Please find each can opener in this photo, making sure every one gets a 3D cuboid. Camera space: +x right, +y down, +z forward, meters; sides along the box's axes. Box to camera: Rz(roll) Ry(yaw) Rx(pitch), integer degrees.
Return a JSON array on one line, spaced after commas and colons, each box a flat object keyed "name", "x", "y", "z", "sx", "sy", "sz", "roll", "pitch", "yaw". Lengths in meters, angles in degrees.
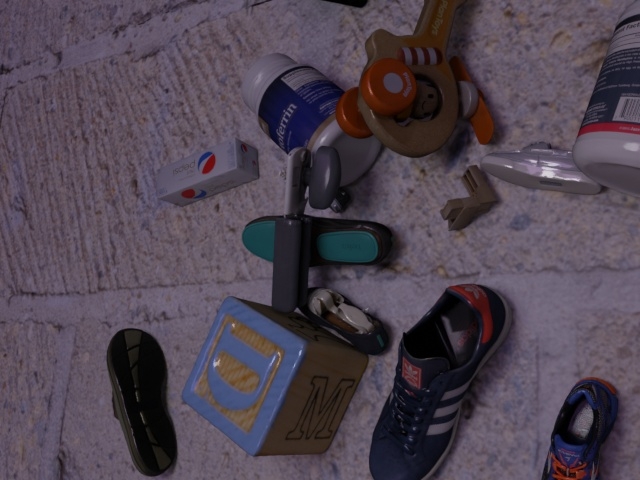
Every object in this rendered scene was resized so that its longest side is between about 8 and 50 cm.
[{"name": "can opener", "x": -0.031, "y": -0.016, "z": 1.149, "sx": 0.093, "sy": 0.074, "sz": 0.280, "roll": 15, "pitch": 105, "yaw": 26}]

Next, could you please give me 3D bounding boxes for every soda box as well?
[{"name": "soda box", "x": -0.233, "y": -0.136, "z": 1.441, "sx": 0.216, "sy": 0.074, "sz": 0.069, "roll": -16, "pitch": 69, "yaw": 29}]

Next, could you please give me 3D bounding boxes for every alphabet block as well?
[{"name": "alphabet block", "x": -0.072, "y": 0.224, "z": 1.160, "sx": 0.192, "sy": 0.197, "sz": 0.193, "roll": 28, "pitch": 93, "yaw": 37}]

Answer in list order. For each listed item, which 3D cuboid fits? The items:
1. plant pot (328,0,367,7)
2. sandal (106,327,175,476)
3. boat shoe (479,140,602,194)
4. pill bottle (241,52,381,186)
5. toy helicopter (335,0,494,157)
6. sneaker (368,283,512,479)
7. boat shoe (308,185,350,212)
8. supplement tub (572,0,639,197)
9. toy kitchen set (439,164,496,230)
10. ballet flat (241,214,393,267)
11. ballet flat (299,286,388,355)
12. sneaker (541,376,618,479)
[{"name": "plant pot", "x": 0.021, "y": -0.543, "z": 1.325, "sx": 0.188, "sy": 0.167, "sz": 0.187, "roll": 25, "pitch": 92, "yaw": 37}, {"name": "sandal", "x": -0.368, "y": 0.316, "z": 1.388, "sx": 0.086, "sy": 0.120, "sz": 0.302, "roll": -34, "pitch": 60, "yaw": 38}, {"name": "boat shoe", "x": 0.335, "y": -0.118, "z": 1.062, "sx": 0.184, "sy": 0.066, "sz": 0.063, "roll": 12, "pitch": 74, "yaw": 36}, {"name": "pill bottle", "x": -0.023, "y": -0.225, "z": 1.276, "sx": 0.153, "sy": 0.153, "sz": 0.264, "roll": -52, "pitch": 55, "yaw": 11}, {"name": "toy helicopter", "x": 0.187, "y": -0.295, "z": 1.145, "sx": 0.140, "sy": 0.235, "sz": 0.355, "roll": -31, "pitch": 39, "yaw": 68}, {"name": "sneaker", "x": 0.148, "y": 0.214, "z": 1.043, "sx": 0.131, "sy": 0.148, "sz": 0.350, "roll": 27, "pitch": 93, "yaw": 36}, {"name": "boat shoe", "x": 0.002, "y": -0.104, "z": 1.296, "sx": 0.040, "sy": 0.049, "sz": 0.142, "roll": -41, "pitch": 58, "yaw": -4}, {"name": "supplement tub", "x": 0.461, "y": -0.199, "z": 0.917, "sx": 0.191, "sy": 0.191, "sz": 0.272, "roll": 19, "pitch": 87, "yaw": 36}, {"name": "toy kitchen set", "x": 0.218, "y": -0.066, "z": 1.126, "sx": 0.068, "sy": 0.083, "sz": 0.075, "roll": 112, "pitch": 142, "yaw": -55}, {"name": "ballet flat", "x": 0.000, "y": 0.000, "z": 1.237, "sx": 0.281, "sy": 0.096, "sz": 0.095, "roll": 6, "pitch": 109, "yaw": 27}, {"name": "ballet flat", "x": 0.031, "y": 0.120, "z": 1.192, "sx": 0.203, "sy": 0.074, "sz": 0.074, "roll": 31, "pitch": 95, "yaw": 35}, {"name": "sneaker", "x": 0.332, "y": 0.288, "z": 0.937, "sx": 0.083, "sy": 0.087, "sz": 0.221, "roll": 7, "pitch": 81, "yaw": 36}]
